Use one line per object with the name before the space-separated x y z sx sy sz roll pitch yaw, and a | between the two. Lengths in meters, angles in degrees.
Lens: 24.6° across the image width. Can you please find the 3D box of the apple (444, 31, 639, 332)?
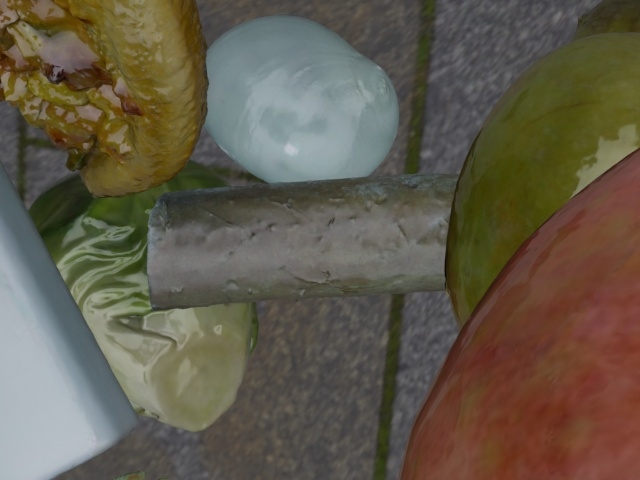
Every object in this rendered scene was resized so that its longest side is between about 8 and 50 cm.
apple | 0.190 0.011 0.813 0.261 0.194 0.260 0 91 -5

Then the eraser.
eraser | -0.278 0.049 1.066 0.189 0.104 0.290 -27 91 15

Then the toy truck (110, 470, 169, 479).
toy truck | -0.186 0.291 1.430 0.085 0.191 0.116 -25 94 15

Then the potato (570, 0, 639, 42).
potato | 0.355 -0.141 1.355 0.210 0.307 0.173 -6 121 -28

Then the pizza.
pizza | -0.146 -0.120 0.973 0.268 0.087 0.258 1 142 47

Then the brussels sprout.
brussels sprout | -0.213 0.065 1.745 0.354 0.289 0.281 51 146 42

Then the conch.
conch | -0.025 -0.147 1.529 0.221 0.121 0.185 15 69 0

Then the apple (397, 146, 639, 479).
apple | 0.194 0.135 0.503 0.364 0.364 0.364 5 110 15

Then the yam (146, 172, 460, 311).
yam | 0.000 0.000 1.090 0.259 0.093 0.093 -3 108 3
